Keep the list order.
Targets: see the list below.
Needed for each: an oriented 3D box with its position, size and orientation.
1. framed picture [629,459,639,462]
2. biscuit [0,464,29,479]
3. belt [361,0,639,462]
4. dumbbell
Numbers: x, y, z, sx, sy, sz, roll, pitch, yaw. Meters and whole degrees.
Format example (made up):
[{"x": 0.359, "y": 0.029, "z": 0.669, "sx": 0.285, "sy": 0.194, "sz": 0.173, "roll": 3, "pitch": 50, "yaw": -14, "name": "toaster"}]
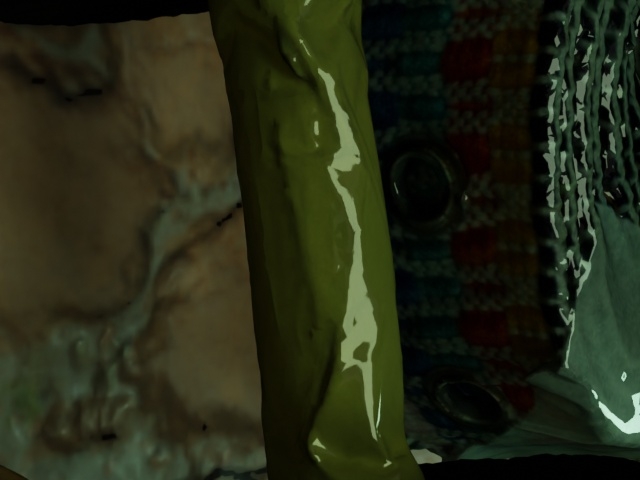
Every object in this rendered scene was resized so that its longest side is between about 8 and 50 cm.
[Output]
[{"x": 0.291, "y": 0.160, "z": 1.029, "sx": 0.293, "sy": 0.018, "sz": 0.231, "roll": -23, "pitch": 79, "yaw": -48, "name": "framed picture"}, {"x": -0.141, "y": 0.240, "z": 0.617, "sx": 0.275, "sy": 0.052, "sz": 0.355, "roll": -22, "pitch": 108, "yaw": -50, "name": "biscuit"}, {"x": 0.097, "y": -0.029, "z": 0.790, "sx": 0.207, "sy": 0.150, "sz": 0.257, "roll": -27, "pitch": 112, "yaw": -49, "name": "belt"}, {"x": 0.000, "y": 0.000, "z": 0.611, "sx": 0.203, "sy": 0.203, "sz": 0.322, "roll": -8, "pitch": 90, "yaw": -48, "name": "dumbbell"}]
